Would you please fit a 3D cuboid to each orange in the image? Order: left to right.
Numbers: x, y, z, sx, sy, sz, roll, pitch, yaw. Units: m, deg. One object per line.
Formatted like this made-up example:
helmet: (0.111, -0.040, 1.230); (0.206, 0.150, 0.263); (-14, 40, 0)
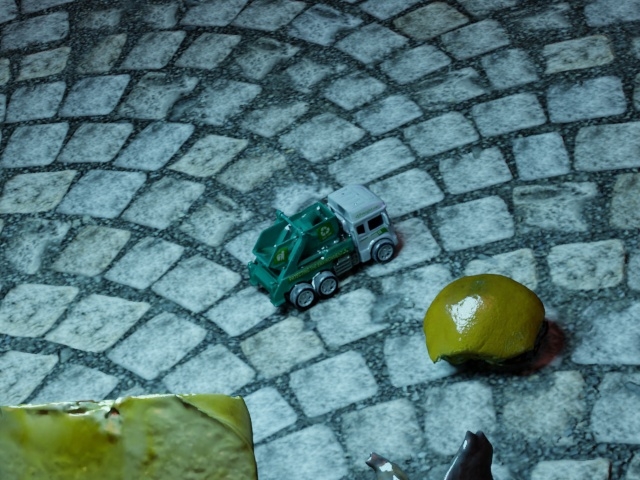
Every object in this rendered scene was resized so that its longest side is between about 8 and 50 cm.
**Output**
orange: (0.215, 0.101, 2.201); (0.170, 0.112, 0.160); (-19, 34, -26)

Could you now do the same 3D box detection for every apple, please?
apple: (-0.235, 0.282, 1.997); (0.309, 0.252, 0.314); (1, 32, -7)

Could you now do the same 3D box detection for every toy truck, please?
toy truck: (0.000, 0.000, 2.392); (0.216, 0.116, 0.110); (-27, 38, -17)

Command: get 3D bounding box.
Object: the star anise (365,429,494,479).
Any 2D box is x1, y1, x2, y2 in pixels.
star anise: (0.114, 0.364, 1.857); (0.359, 0.139, 0.316); (9, 63, 34)
